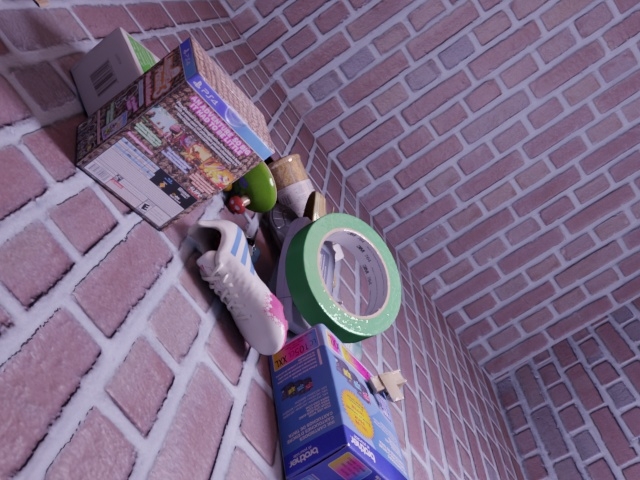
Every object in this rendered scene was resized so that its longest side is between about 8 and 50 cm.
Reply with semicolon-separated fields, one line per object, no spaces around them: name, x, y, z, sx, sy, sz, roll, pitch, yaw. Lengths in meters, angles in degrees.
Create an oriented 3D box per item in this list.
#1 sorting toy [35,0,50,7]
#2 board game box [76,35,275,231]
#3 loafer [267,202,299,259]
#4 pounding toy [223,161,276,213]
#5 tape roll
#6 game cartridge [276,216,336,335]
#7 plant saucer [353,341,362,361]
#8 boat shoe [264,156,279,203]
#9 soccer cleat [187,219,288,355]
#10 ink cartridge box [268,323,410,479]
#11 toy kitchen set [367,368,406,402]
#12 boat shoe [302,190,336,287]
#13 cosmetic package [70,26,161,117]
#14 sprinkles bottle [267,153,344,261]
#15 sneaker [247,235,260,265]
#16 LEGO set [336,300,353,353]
sorting toy;-0.623;-0.537;1.531;0.062;0.012;0.083;53;13;-17
board game box;-0.279;-0.197;1.354;0.232;0.291;0.141;45;17;-41
loafer;-0.100;0.008;2.005;0.109;0.095;0.303;12;32;-27
pounding toy;-0.216;-0.161;1.862;0.183;0.110;0.237;31;-41;33
tape roll;0.062;0.092;1.747;0.321;0.077;0.321;21;57;-35
game cartridge;-0.036;0.101;1.795;0.198;0.062;0.297;40;48;-45
plant saucer;0.076;0.275;2.064;0.195;0.037;0.195;53;14;-19
boat shoe;-0.156;-0.203;2.246;0.073;0.073;0.207;-27;79;-44
soccer cleat;-0.184;0.094;1.455;0.143;0.116;0.331;12;41;-49
ink cartridge box;0.045;0.402;1.426;0.270;0.151;0.395;48;18;-34
toy kitchen set;0.143;0.336;1.539;0.083;0.075;0.068;-8;54;-33
boat shoe;0.000;0.000;2.038;0.104;0.089;0.285;-167;-102;-74
cosmetic package;-0.356;-0.278;1.573;0.365;0.155;0.197;31;26;-59
sprinkles bottle;-0.050;-0.085;2.159;0.356;0.121;0.121;66;14;1
sneaker;-0.175;0.026;1.674;0.063;0.073;0.162;59;13;10
LEGO set;0.058;0.263;1.826;0.244;0.060;0.183;36;49;-65
